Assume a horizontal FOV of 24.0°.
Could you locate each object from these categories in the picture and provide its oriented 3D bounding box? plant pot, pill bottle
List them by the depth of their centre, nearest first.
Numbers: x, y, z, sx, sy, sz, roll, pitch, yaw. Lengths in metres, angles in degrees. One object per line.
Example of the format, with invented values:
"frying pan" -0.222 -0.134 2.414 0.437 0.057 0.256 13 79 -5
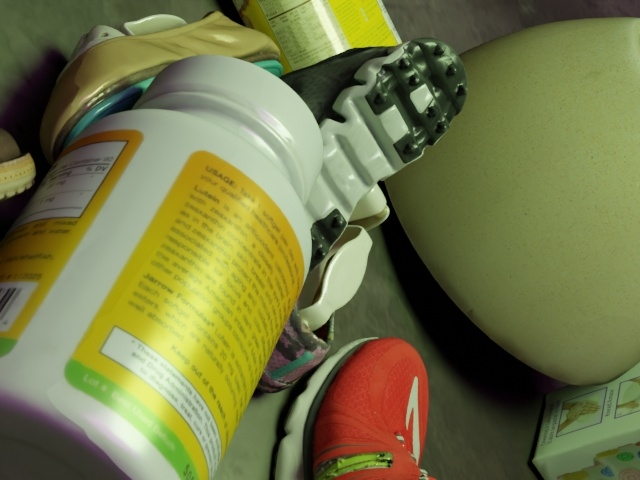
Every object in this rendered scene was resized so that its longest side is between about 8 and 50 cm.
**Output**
"pill bottle" -0.084 0.025 0.713 0.136 0.136 0.245 51 43 -26
"plant pot" 0.211 -0.059 1.145 0.284 0.191 0.284 29 39 -27

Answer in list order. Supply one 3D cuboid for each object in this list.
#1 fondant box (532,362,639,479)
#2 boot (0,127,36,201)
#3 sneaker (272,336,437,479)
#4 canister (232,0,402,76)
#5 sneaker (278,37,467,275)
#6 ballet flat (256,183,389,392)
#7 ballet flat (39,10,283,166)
"fondant box" 0.368 0.182 1.171 0.238 0.330 0.096 55 30 -22
"boot" -0.234 -0.095 0.627 0.248 0.090 0.206 -11 83 -56
"sneaker" 0.040 0.161 0.872 0.107 0.118 0.279 51 34 -27
"canister" -0.017 -0.185 1.049 0.170 0.073 0.126 63 31 -12
"sneaker" -0.022 -0.041 0.902 0.234 0.106 0.078 -42 121 -18
"ballet flat" 0.000 0.000 0.951 0.077 0.079 0.221 49 35 -31
"ballet flat" -0.105 -0.092 0.871 0.073 0.080 0.232 43 25 12
